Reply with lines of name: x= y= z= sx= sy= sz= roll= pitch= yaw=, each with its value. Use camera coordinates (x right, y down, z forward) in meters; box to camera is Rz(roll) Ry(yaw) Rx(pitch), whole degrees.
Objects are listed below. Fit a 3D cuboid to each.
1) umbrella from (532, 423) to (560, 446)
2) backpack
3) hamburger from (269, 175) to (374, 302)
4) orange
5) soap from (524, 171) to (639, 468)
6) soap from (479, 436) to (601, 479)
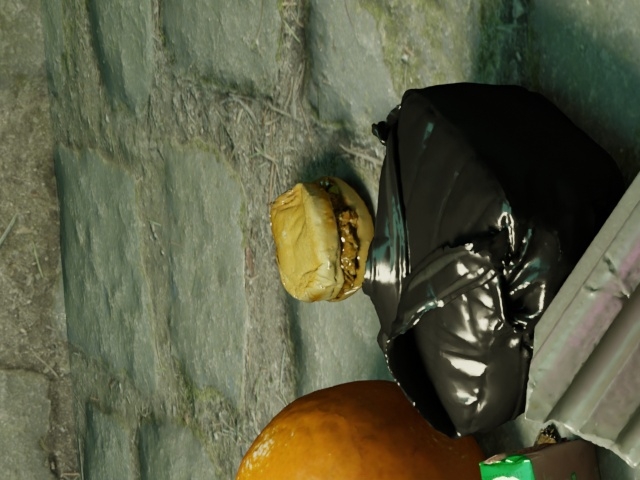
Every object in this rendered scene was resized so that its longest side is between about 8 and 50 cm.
umbrella: x=0.297 y=0.271 z=1.967 sx=0.031 sy=0.020 sz=0.083 roll=31 pitch=137 yaw=3
backpack: x=0.191 y=0.036 z=1.857 sx=0.363 sy=0.255 sz=0.445 roll=-129 pitch=37 yaw=-50
hamburger: x=0.001 y=0.002 z=2.306 sx=0.214 sy=0.108 sz=0.213 roll=22 pitch=116 yaw=55
orange: x=0.075 y=0.401 z=2.086 sx=0.424 sy=0.326 sz=0.424 roll=17 pitch=117 yaw=37
soap: x=0.392 y=0.100 z=1.607 sx=0.302 sy=0.258 sz=0.159 roll=-59 pitch=-1 yaw=17
soap: x=0.289 y=0.388 z=1.839 sx=0.098 sy=0.218 sz=0.273 roll=-16 pitch=80 yaw=44
